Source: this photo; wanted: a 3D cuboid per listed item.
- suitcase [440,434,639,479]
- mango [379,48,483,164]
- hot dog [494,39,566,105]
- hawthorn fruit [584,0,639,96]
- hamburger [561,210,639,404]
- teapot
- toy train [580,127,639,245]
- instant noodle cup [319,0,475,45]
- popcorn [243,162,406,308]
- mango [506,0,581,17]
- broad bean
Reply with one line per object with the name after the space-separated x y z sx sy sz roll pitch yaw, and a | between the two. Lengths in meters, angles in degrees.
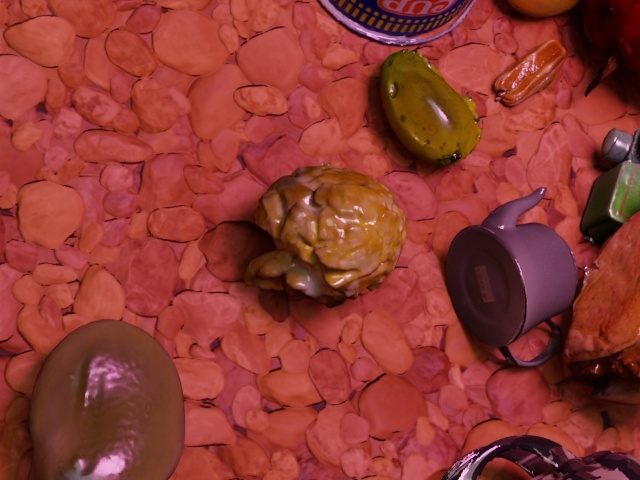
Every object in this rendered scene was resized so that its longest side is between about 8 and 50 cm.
0.274 0.406 1.597 0.352 0.194 0.339 -22 76 -21 | suitcase
0.142 -0.179 1.766 0.119 0.100 0.178 -13 67 -55 | mango
0.301 -0.237 1.860 0.133 0.041 0.056 -39 88 -14 | hot dog
0.480 -0.308 1.838 0.300 0.254 0.254 -44 90 6 | hawthorn fruit
0.437 0.078 1.684 0.155 0.282 0.245 34 34 -29 | hamburger
0.272 0.053 1.723 0.149 0.162 0.239 -16 105 -31 | teapot
0.495 -0.056 1.818 0.243 0.132 0.188 22 75 -7 | toy train
0.142 -0.448 1.721 0.284 0.312 0.284 4 74 -15 | instant noodle cup
0.000 0.000 1.647 0.198 0.198 0.212 42 95 -2 | popcorn
0.342 -0.393 1.882 0.195 0.092 0.130 -20 80 -24 | mango
-0.250 0.218 1.534 0.189 0.121 0.263 16 70 -15 | broad bean
